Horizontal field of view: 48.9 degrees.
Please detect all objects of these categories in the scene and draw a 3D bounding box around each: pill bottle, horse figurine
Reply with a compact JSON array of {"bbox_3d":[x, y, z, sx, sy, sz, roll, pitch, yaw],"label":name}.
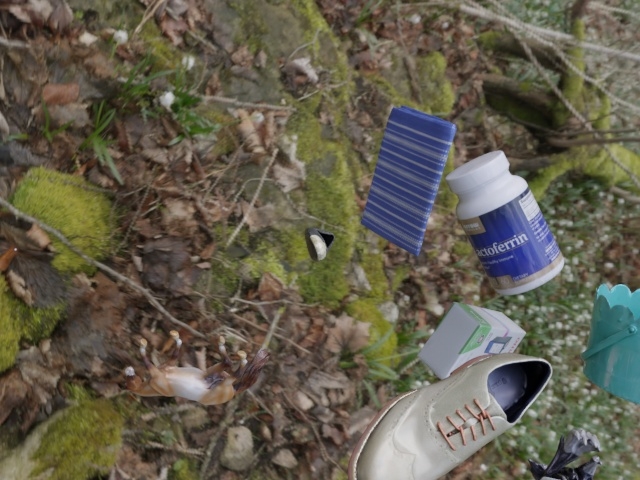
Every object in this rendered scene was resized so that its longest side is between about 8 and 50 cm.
[{"bbox_3d":[0.365,-0.037,1.413,0.153,0.153,0.264,-32,99,-20],"label":"pill bottle"},{"bbox_3d":[-0.225,0.239,1.268,0.264,0.066,0.174,7,128,-9],"label":"horse figurine"}]

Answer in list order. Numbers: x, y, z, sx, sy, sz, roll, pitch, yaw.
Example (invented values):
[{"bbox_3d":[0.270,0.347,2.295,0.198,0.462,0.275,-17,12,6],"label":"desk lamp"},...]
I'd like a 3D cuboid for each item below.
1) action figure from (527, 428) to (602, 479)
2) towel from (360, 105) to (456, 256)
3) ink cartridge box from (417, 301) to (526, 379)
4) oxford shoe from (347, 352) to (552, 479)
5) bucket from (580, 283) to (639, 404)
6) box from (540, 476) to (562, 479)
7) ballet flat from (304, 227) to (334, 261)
[{"bbox_3d":[0.389,0.367,1.001,0.164,0.276,0.141,39,104,7],"label":"action figure"},{"bbox_3d":[0.219,-0.158,1.780,0.040,0.243,0.335,4,108,-35],"label":"towel"},{"bbox_3d":[0.342,0.233,1.579,0.212,0.093,0.154,15,111,-48],"label":"ink cartridge box"},{"bbox_3d":[0.213,0.287,1.139,0.397,0.146,0.140,-31,86,-30],"label":"oxford shoe"},{"bbox_3d":[0.673,0.213,1.426,0.281,0.281,0.183,6,102,-23],"label":"bucket"},{"bbox_3d":[0.370,0.379,0.642,0.345,0.215,0.168,28,74,-4],"label":"box"},{"bbox_3d":[0.000,0.000,1.216,0.049,0.173,0.057,-13,97,2],"label":"ballet flat"}]
